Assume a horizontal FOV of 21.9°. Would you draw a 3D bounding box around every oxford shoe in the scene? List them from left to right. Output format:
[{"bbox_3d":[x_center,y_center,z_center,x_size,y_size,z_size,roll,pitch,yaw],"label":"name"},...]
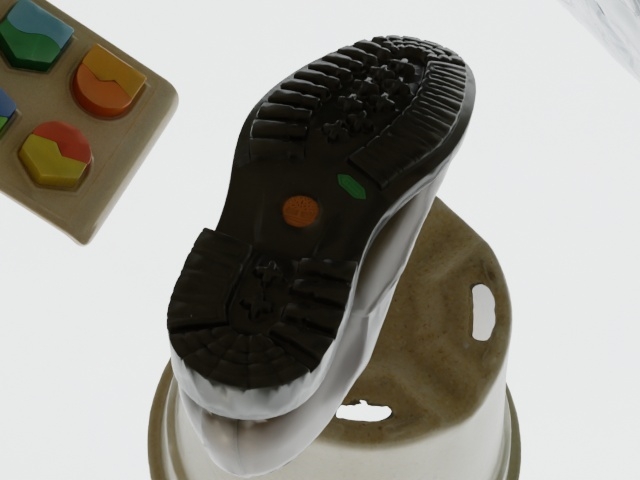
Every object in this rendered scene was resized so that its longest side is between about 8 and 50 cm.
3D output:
[{"bbox_3d":[0.000,0.000,0.675,0.083,0.096,0.227,19,-130,16],"label":"oxford shoe"}]

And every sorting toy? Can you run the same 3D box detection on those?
[{"bbox_3d":[-0.241,-0.122,1.430,0.208,0.038,0.193,36,-126,-11],"label":"sorting toy"}]

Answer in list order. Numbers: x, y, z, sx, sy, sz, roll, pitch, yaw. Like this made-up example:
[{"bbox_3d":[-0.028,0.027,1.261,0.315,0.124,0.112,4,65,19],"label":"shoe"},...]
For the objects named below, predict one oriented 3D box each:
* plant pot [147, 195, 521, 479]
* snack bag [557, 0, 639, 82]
[{"bbox_3d":[0.021,0.114,1.333,0.334,0.305,0.333,1,-116,-3],"label":"plant pot"},{"bbox_3d":[0.204,-0.255,1.360,0.037,0.342,0.323,-37,-138,4],"label":"snack bag"}]
